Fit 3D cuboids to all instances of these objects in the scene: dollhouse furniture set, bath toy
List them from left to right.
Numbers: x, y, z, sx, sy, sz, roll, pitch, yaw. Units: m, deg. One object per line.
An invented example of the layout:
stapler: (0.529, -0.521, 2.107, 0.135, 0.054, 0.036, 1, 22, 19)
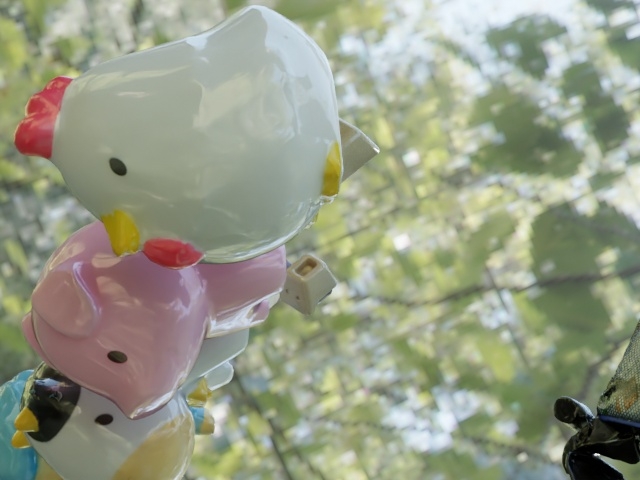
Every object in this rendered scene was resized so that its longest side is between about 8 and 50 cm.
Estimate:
bath toy: (-0.086, 0.023, 0.863, 0.348, 0.129, 0.151, 117, -30, -60)
dollhouse furniture set: (0.000, 0.000, 1.008, 0.091, 0.114, 0.081, 31, -34, 30)

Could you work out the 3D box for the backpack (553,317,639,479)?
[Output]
backpack: (0.325, 0.115, 1.129, 0.213, 0.276, 0.263, -65, -166, -2)
